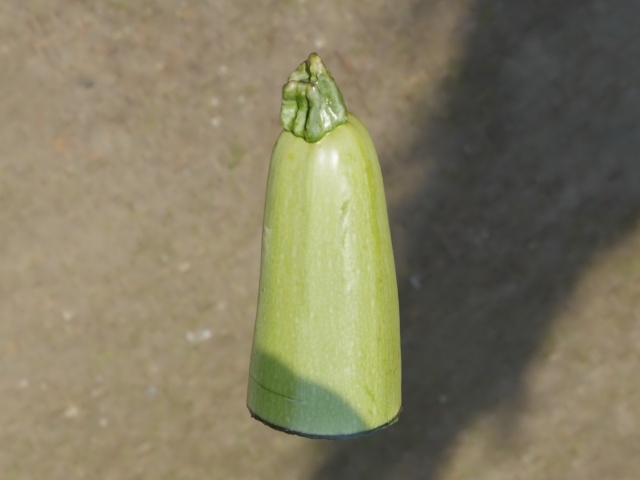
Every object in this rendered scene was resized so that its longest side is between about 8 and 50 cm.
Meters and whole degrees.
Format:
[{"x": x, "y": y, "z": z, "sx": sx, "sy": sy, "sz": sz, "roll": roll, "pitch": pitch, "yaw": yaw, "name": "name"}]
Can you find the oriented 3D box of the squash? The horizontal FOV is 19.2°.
[{"x": 0.000, "y": 0.000, "z": 1.058, "sx": 0.094, "sy": 0.094, "sz": 0.224, "roll": -15, "pitch": 118, "yaw": -28, "name": "squash"}]
